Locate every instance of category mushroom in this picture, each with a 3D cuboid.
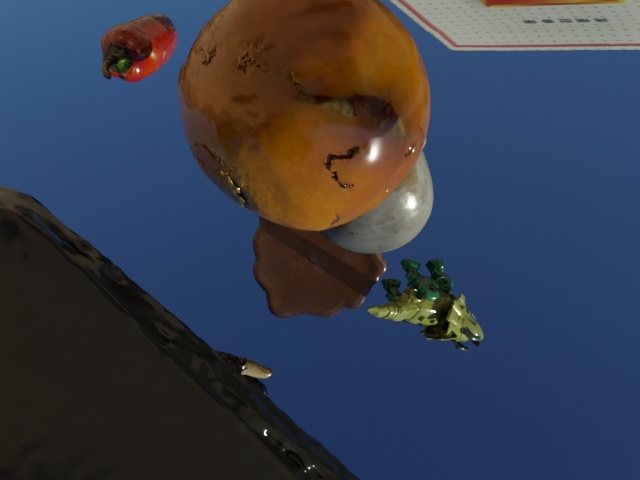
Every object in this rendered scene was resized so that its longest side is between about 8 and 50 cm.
[{"bbox_3d":[0.066,-0.114,1.127,0.243,0.243,0.243,-5,-148,3],"label":"mushroom"}]

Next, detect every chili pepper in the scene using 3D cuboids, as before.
[{"bbox_3d":[-0.216,-0.243,0.986,0.071,0.063,0.272,29,-154,-8],"label":"chili pepper"}]

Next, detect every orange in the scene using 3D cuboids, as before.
[{"bbox_3d":[-0.015,-0.131,0.786,0.246,0.246,0.246,-5,-148,3],"label":"orange"}]

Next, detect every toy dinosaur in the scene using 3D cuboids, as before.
[{"bbox_3d":[0.155,0.099,1.299,0.259,0.094,0.153,14,-143,-38],"label":"toy dinosaur"}]

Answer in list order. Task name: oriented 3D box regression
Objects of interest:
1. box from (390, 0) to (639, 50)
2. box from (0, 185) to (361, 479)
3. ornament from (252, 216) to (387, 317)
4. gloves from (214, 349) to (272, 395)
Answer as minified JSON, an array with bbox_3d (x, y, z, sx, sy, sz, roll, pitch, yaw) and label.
[{"bbox_3d":[0.101,-0.190,0.410,0.210,0.095,0.330,9,176,33],"label":"box"},{"bbox_3d":[-0.179,0.191,0.493,0.350,0.359,0.091,-45,-172,10],"label":"box"},{"bbox_3d":[0.000,0.000,1.357,0.221,0.235,0.217,42,-163,-3],"label":"ornament"},{"bbox_3d":[-0.163,0.200,1.214,0.180,0.106,0.129,-17,168,7],"label":"gloves"}]
